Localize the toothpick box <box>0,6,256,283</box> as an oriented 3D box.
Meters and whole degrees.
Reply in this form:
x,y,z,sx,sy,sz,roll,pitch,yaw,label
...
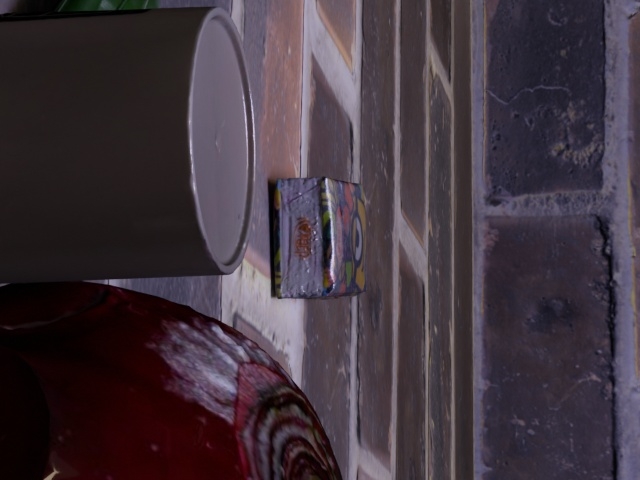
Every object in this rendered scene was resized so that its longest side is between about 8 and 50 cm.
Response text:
x,y,z,sx,sy,sz,roll,pitch,yaw,label
-0.125,-0.036,0.659,0.111,0.181,0.111,-1,90,-79,toothpick box

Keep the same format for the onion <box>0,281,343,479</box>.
x,y,z,sx,sy,sz,roll,pitch,yaw,label
-0.107,0.108,0.683,0.206,0.216,0.207,43,33,-52,onion

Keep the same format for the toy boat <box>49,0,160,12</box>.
x,y,z,sx,sy,sz,roll,pitch,yaw,label
-0.130,-0.106,0.948,0.210,0.052,0.104,-73,160,-53,toy boat

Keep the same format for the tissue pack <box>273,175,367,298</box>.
x,y,z,sx,sy,sz,roll,pitch,yaw,label
0.000,0.000,1.491,0.148,0.060,0.108,5,82,-76,tissue pack
